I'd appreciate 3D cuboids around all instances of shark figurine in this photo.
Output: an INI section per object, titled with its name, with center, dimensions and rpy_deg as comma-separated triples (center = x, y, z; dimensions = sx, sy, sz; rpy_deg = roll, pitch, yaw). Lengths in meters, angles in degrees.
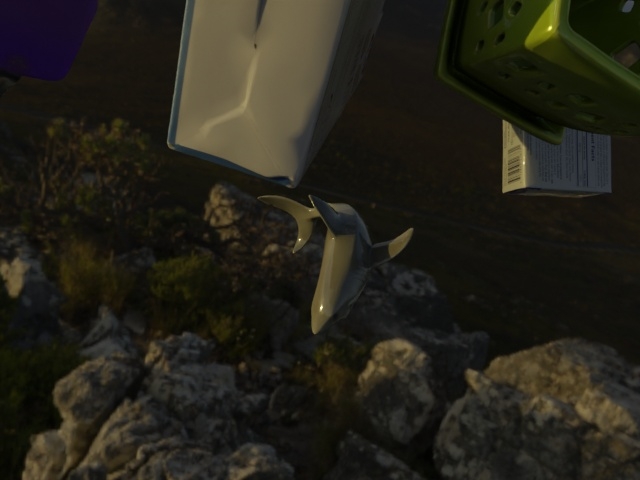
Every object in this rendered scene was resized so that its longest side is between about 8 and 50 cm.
[shark figurine]
center = 0.008, -0.022, 0.964
dimensions = 0.116, 0.166, 0.278
rpy_deg = 43, 11, -29

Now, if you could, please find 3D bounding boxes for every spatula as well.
[spatula]
center = -0.270, -0.103, 0.595
dimensions = 0.084, 0.296, 0.030
rpy_deg = 13, 44, -39

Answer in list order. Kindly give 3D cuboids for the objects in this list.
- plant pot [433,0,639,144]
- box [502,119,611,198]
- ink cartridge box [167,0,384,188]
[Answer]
[plant pot]
center = 0.253, -0.234, 0.768
dimensions = 0.227, 0.228, 0.207
rpy_deg = 20, -14, -28
[box]
center = 0.337, -0.127, 1.063
dimensions = 0.137, 0.126, 0.072
rpy_deg = 3, -6, -12
[ink cartridge box]
center = -0.009, -0.273, 0.821
dimensions = 0.151, 0.270, 0.395
rpy_deg = 21, 35, 5
